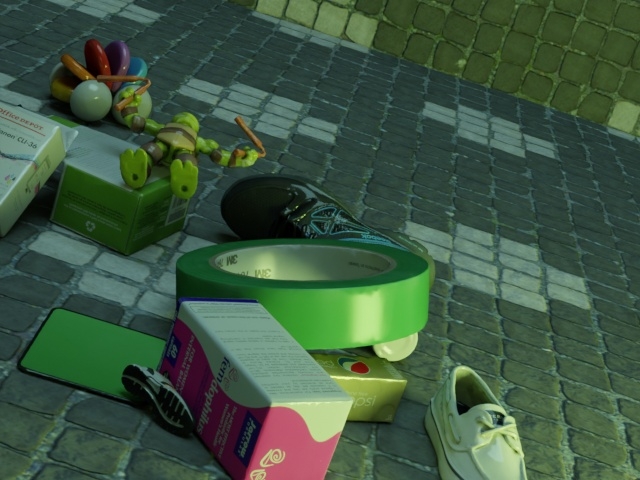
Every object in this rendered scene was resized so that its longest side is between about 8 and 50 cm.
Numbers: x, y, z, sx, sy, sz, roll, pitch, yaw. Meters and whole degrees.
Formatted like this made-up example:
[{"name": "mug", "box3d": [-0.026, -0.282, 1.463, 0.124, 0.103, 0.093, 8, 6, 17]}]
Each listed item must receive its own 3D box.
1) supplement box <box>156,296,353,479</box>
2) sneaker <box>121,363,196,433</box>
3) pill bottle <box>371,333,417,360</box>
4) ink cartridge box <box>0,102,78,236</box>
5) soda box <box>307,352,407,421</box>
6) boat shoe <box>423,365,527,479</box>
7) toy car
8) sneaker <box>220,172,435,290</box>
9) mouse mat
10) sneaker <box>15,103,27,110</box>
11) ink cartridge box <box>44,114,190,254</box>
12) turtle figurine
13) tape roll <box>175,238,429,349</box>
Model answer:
[{"name": "supplement box", "box3d": [-0.077, 0.163, 1.572, 0.114, 0.111, 0.220, 3, 25, -38]}, {"name": "sneaker", "box3d": [-0.169, 0.172, 1.575, 0.109, 0.040, 0.044, 42, 18, 28]}, {"name": "pill bottle", "box3d": [0.087, 0.111, 1.951, 0.065, 0.065, 0.116, 12, 19, -17]}, {"name": "ink cartridge box", "box3d": [-0.427, -0.114, 1.938, 0.115, 0.067, 0.198, 22, 58, 14]}, {"name": "soda box", "box3d": [0.008, 0.174, 1.706, 0.181, 0.061, 0.058, 7, 21, -29]}, {"name": "boat shoe", "box3d": [0.191, 0.233, 1.667, 0.096, 0.088, 0.267, 14, 19, -12]}, {"name": "toy car", "box3d": [-0.382, -0.289, 2.529, 0.182, 0.136, 0.159, 4, 23, -37]}, {"name": "sneaker", "box3d": [0.000, 0.000, 2.092, 0.341, 0.125, 0.140, 22, 21, 13]}, {"name": "mouse mat", "box3d": [-0.259, 0.132, 1.664, 0.153, 0.007, 0.189, 17, 18, -3]}, {"name": "sneaker", "box3d": [-0.456, -0.153, 2.218, 0.082, 0.069, 0.209, 46, -3, -25]}, {"name": "ink cartridge box", "box3d": [-0.335, -0.088, 2.074, 0.255, 0.097, 0.189, 22, 20, 15]}, {"name": "turtle figurine", "box3d": [-0.220, -0.137, 2.032, 0.270, 0.087, 0.217, 26, 27, -5]}, {"name": "tape roll", "box3d": [-0.023, 0.062, 1.822, 0.321, 0.077, 0.321, 2, 10, 0]}]
